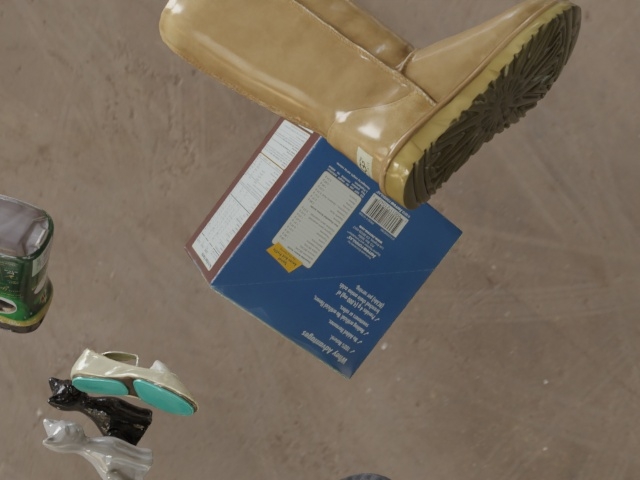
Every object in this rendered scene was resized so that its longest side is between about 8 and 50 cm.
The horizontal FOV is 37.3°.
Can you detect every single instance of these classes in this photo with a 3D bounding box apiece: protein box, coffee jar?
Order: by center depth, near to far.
[{"bbox_3d":[0.000,0.000,1.023,0.200,0.136,0.201,36,93,-25],"label":"protein box"},{"bbox_3d":[-0.351,0.032,1.069,0.096,0.184,0.079,20,54,-3],"label":"coffee jar"}]

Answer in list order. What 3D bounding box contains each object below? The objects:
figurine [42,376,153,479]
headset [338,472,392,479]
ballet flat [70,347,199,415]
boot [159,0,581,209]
[{"bbox_3d":[-0.425,0.358,1.782,0.209,0.092,0.215,33,15,-23],"label":"figurine"},{"bbox_3d":[0.004,0.415,0.869,0.185,0.243,0.394,40,62,-21],"label":"headset"},{"bbox_3d":[-0.319,0.240,1.669,0.248,0.086,0.086,11,58,13],"label":"ballet flat"},{"bbox_3d":[0.039,-0.174,0.771,0.236,0.089,0.269,-40,62,-21],"label":"boot"}]
